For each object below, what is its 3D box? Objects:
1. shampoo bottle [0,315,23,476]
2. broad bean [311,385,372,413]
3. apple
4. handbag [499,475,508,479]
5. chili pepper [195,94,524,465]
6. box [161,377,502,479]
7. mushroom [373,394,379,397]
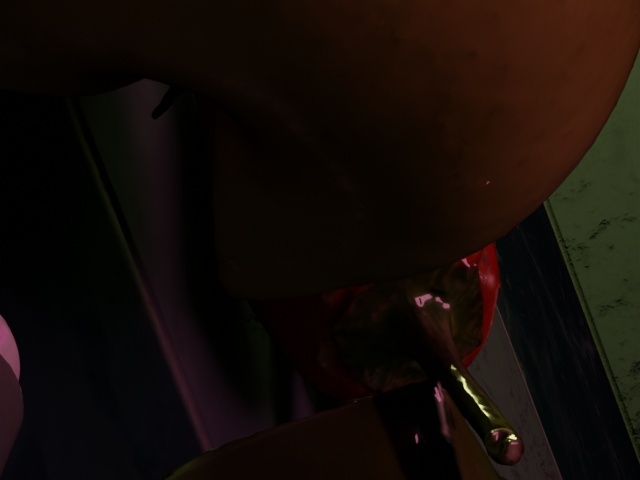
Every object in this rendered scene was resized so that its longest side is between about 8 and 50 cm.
[{"bbox_3d":[-0.105,0.072,0.318,0.192,0.074,0.074,-80,147,-64],"label":"shampoo bottle"},{"bbox_3d":[-0.001,0.000,0.851,0.297,0.060,0.043,-90,-164,-46],"label":"broad bean"},{"bbox_3d":[0.003,-0.134,0.532,0.295,0.233,0.258,46,53,-35],"label":"apple"},{"bbox_3d":[0.120,0.180,0.783,0.089,0.270,0.175,-60,153,-10],"label":"handbag"},{"bbox_3d":[0.026,0.008,0.727,0.134,0.131,0.338,23,37,-43],"label":"chili pepper"},{"bbox_3d":[0.081,0.321,0.549,0.373,0.138,0.420,-97,162,-45],"label":"box"},{"bbox_3d":[0.053,-0.002,0.949,0.351,0.109,0.097,-88,171,-57],"label":"mushroom"}]
